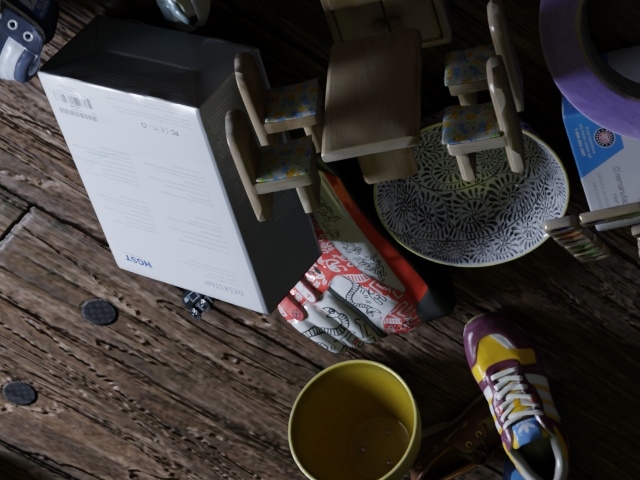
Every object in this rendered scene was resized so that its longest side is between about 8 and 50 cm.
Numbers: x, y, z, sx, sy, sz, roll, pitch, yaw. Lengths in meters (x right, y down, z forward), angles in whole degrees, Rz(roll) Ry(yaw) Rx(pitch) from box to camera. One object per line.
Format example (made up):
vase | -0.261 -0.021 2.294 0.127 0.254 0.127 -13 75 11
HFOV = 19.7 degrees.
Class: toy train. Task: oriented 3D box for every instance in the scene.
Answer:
toy train | -0.092 0.030 1.741 0.036 0.027 0.158 48 142 0

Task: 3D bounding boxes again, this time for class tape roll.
tape roll | 0.270 -0.177 1.463 0.189 0.080 0.189 3 103 11

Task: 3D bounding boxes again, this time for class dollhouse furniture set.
dollhouse furniture set | 0.037 -0.163 1.438 0.212 0.242 0.161 -10 130 13

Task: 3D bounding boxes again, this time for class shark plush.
shark plush | -0.146 -0.232 1.520 0.161 0.073 0.067 38 154 -32

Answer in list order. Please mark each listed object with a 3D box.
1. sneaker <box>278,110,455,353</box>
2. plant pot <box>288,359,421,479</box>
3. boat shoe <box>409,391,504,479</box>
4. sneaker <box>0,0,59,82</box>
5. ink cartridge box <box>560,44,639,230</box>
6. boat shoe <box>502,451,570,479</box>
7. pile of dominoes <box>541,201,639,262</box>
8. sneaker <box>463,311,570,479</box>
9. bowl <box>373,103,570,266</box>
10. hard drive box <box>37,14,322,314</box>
sneaker | 0.000 0.001 1.690 0.145 0.090 0.270 -24 128 20
plant pot | 0.047 0.198 1.850 0.134 0.134 0.095 -14 154 16
boat shoe | 0.163 0.203 1.877 0.178 0.060 0.064 -33 122 29
sneaker | -0.291 -0.237 1.491 0.153 0.099 0.282 7 139 5
ink cartridge box | 0.313 -0.099 1.583 0.191 0.082 0.139 -11 130 16
boat shoe | 0.257 0.303 1.947 0.109 0.089 0.258 -14 129 3
pile of dominoes | 0.309 -0.001 1.598 0.196 0.040 0.251 -12 170 15
sneaker | 0.195 0.157 1.785 0.070 0.084 0.185 -27 102 10
bowl | 0.132 -0.064 1.628 0.170 0.080 0.170 2 131 2
hard drive box | -0.118 -0.065 1.591 0.181 0.089 0.232 16 140 33
